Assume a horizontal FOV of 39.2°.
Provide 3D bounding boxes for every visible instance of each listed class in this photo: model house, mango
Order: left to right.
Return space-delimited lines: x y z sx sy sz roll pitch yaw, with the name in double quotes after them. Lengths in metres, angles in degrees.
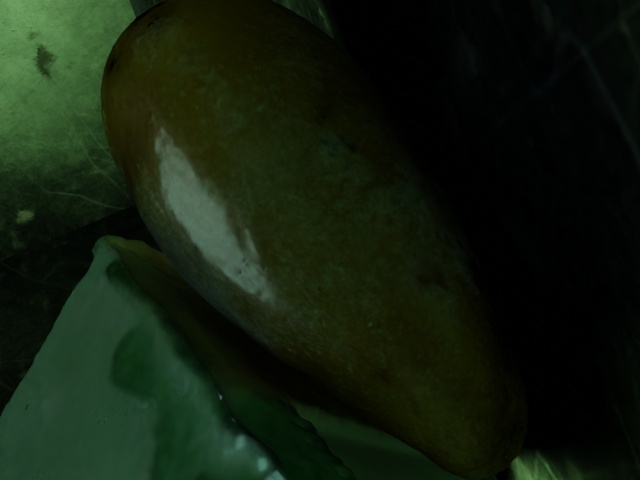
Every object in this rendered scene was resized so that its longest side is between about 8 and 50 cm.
-0.002 0.175 0.561 0.325 0.194 0.267 21 -166 -44 "model house"
0.000 0.000 0.487 0.316 0.146 0.193 54 180 4 "mango"
